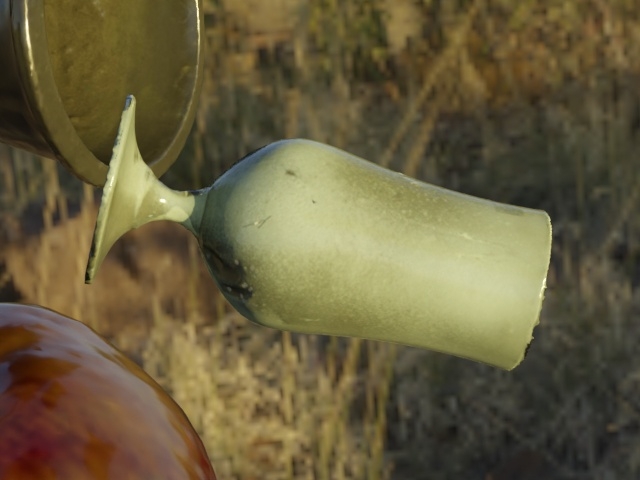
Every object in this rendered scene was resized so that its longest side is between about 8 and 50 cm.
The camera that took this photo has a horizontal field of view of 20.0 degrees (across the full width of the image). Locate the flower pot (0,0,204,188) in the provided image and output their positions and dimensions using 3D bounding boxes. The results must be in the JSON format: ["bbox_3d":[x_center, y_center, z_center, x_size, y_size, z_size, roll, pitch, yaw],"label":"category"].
[{"bbox_3d":[-0.221,-0.169,1.429,0.166,0.269,0.269,-1,18,23],"label":"flower pot"}]

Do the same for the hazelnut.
[{"bbox_3d":[-0.252,0.254,1.320,0.402,0.402,0.429,1,22,18],"label":"hazelnut"}]

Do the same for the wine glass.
[{"bbox_3d":[0.000,0.000,0.944,0.231,0.103,0.103,13,17,-4],"label":"wine glass"}]
